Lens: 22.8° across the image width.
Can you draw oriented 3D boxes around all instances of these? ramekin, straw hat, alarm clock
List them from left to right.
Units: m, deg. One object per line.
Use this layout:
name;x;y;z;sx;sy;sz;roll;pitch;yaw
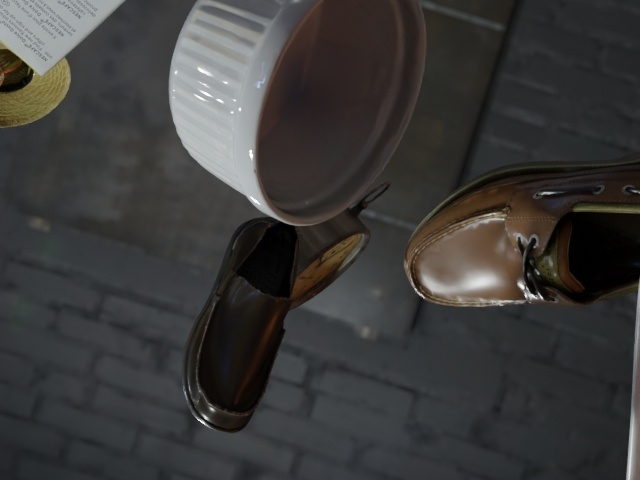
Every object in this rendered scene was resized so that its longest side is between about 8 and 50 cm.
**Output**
straw hat;-0.346;-0.194;1.719;0.144;0.144;0.061;13;-140;-35
ramekin;-0.022;-0.125;1.216;0.109;0.207;0.207;26;-171;31
alarm clock;0.000;0.000;1.646;0.064;0.192;0.129;53;-166;14

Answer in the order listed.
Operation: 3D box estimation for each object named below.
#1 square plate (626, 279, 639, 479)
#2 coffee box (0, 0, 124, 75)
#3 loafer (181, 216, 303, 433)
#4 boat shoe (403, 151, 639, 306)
square plate;0.377;0.189;1.071;0.344;0.347;0.049;10;-153;21
coffee box;-0.250;-0.440;1.547;0.338;0.334;0.337;42;-142;-18
loafer;-0.069;0.067;1.448;0.080;0.220;0.078;19;153;-16
boat shoe;0.194;-0.003;1.271;0.307;0.110;0.104;-18;-160;29
